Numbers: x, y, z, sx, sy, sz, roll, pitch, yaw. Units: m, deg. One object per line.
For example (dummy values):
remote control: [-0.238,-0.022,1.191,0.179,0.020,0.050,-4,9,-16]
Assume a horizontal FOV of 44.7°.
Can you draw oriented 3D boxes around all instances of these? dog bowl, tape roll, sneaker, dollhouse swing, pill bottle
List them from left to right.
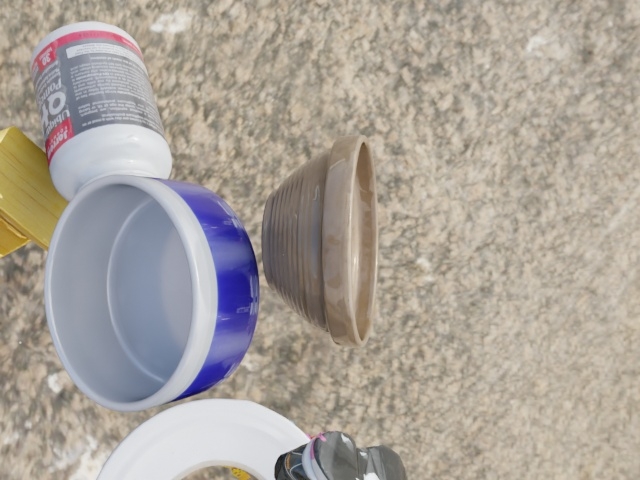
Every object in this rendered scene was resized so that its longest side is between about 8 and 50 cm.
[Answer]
dollhouse swing: [-0.591,0.005,1.271,0.315,0.347,0.305,47,56,-29]
pill bottle: [-0.323,-0.157,1.167,0.176,0.176,0.318,-9,60,-22]
dog bowl: [-0.200,0.058,0.905,0.104,0.265,0.265,-1,82,-54]
tape roll: [-0.122,0.322,0.875,0.286,0.100,0.286,3,78,-13]
sneaker: [0.022,0.234,0.769,0.178,0.077,0.072,43,40,-38]

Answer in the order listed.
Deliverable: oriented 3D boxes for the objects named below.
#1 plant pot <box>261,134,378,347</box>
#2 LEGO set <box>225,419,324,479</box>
plant pot: [0.000,0.000,0.884,0.110,0.237,0.237,1,81,12]
LEGO set: [-0.107,0.354,1.238,0.227,0.087,0.093,-47,138,13]
